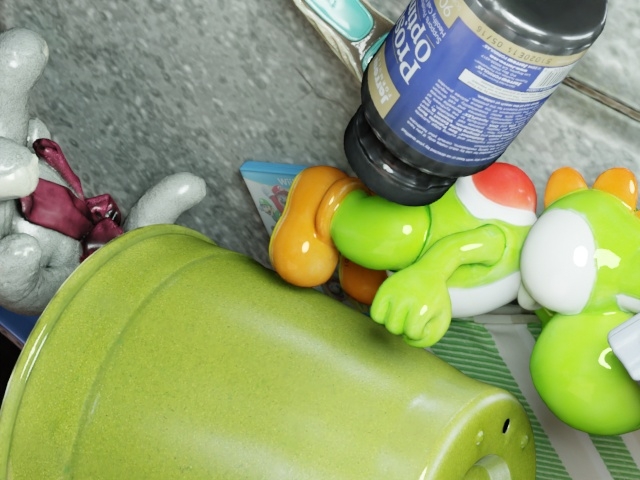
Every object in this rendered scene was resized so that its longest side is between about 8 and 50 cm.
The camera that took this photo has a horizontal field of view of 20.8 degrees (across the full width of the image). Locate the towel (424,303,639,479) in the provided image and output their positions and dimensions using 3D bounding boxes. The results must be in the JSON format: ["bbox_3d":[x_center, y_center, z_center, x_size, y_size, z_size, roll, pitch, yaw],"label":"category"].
[{"bbox_3d":[0.230,0.148,1.542,0.325,0.038,0.248,-4,125,45],"label":"towel"}]

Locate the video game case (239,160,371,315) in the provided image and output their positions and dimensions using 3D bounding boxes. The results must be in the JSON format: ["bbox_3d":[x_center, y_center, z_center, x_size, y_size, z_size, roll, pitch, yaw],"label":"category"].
[{"bbox_3d":[0.000,0.000,1.623,0.119,0.015,0.166,7,132,40],"label":"video game case"}]

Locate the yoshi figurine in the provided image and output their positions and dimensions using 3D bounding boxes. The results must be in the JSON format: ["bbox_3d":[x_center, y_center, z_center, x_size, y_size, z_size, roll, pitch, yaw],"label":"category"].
[{"bbox_3d":[0.141,0.052,1.376,0.362,0.203,0.203,11,135,37],"label":"yoshi figurine"}]

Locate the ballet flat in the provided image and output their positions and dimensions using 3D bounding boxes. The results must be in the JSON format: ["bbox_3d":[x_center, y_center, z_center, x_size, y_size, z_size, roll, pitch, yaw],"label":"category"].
[{"bbox_3d":[0.037,-0.159,1.397,0.168,0.057,0.052,51,174,-7],"label":"ballet flat"}]

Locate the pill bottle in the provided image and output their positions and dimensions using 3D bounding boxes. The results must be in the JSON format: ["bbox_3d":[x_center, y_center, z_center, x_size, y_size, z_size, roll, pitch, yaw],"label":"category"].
[{"bbox_3d":[0.104,-0.123,1.268,0.123,0.123,0.219,40,136,3],"label":"pill bottle"}]

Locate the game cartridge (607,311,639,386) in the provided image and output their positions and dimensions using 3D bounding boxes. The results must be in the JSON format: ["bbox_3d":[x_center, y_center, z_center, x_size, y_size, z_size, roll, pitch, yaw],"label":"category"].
[{"bbox_3d":[0.366,0.122,1.262,0.198,0.062,0.297,-35,114,10],"label":"game cartridge"}]

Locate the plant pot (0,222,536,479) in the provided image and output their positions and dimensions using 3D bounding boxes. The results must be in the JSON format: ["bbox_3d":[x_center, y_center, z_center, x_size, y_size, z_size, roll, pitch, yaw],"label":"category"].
[{"bbox_3d":[-0.023,0.201,1.467,0.353,0.366,0.366,14,137,30],"label":"plant pot"}]

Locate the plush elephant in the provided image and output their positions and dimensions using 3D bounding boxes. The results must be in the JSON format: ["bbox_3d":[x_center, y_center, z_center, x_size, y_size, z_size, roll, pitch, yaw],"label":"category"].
[{"bbox_3d":[-0.223,0.007,1.659,0.255,0.272,0.330,11,115,-12],"label":"plush elephant"}]

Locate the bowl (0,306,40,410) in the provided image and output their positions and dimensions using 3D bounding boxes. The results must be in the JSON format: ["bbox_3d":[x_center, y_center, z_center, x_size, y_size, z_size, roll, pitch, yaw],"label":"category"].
[{"bbox_3d":[-0.387,0.167,2.128,0.391,0.077,0.391,26,142,22],"label":"bowl"}]
